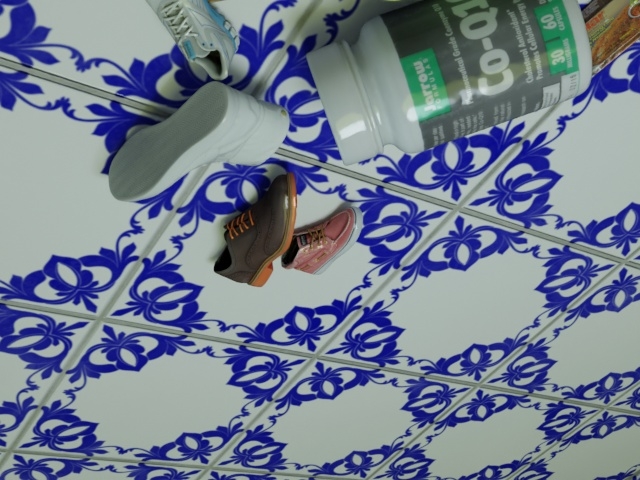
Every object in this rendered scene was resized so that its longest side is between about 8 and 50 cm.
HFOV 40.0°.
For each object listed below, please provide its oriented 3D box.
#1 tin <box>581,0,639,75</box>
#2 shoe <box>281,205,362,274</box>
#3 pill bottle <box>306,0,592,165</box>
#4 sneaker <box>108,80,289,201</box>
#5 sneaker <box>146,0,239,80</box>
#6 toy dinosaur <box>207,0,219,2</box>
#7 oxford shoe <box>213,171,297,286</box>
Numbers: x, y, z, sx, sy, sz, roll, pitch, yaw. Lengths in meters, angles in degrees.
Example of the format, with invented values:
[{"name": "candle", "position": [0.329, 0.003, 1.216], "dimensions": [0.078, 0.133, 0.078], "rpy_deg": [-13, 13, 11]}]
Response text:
[{"name": "tin", "position": [0.441, -0.329, 1.374], "dimensions": [0.189, 0.040, 0.106], "rpy_deg": [-40, 139, 26]}, {"name": "shoe", "position": [0.000, 0.000, 1.584], "dimensions": [0.081, 0.063, 0.178], "rpy_deg": [8, 139, -34]}, {"name": "pill bottle", "position": [0.176, -0.244, 1.247], "dimensions": [0.361, 0.204, 0.204], "rpy_deg": [-20, 141, 3]}, {"name": "sneaker", "position": [-0.178, -0.129, 1.335], "dimensions": [0.292, 0.108, 0.169], "rpy_deg": [-26, 159, 36]}, {"name": "sneaker", "position": [-0.173, -0.285, 1.165], "dimensions": [0.071, 0.083, 0.190], "rpy_deg": [-20, 141, 28]}, {"name": "toy dinosaur", "position": [-0.051, -0.368, 1.151], "dimensions": [0.112, 0.064, 0.211], "rpy_deg": [34, 131, -7]}, {"name": "oxford shoe", "position": [-0.111, -0.014, 1.508], "dimensions": [0.098, 0.097, 0.271], "rpy_deg": [9, 135, -19]}]
